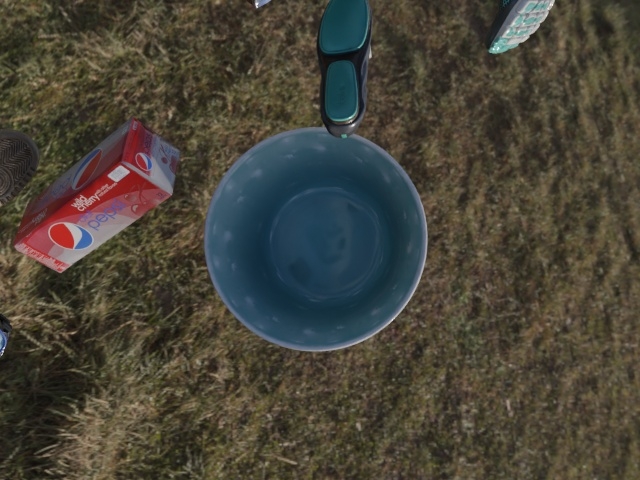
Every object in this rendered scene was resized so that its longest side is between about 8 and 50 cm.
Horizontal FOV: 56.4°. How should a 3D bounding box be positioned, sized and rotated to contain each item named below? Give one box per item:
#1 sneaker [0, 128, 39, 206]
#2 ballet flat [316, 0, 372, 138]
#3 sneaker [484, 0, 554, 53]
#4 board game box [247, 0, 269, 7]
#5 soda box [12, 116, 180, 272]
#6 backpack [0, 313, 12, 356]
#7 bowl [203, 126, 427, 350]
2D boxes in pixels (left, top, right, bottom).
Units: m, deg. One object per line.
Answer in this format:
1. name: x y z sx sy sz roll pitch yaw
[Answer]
1. sneaker: -0.533 -0.066 0.830 0.282 0.153 0.099 -44 126 -18
2. ballet flat: 0.031 -0.219 0.752 0.074 0.074 0.203 19 66 -40
3. sneaker: 0.223 -0.290 0.657 0.065 0.166 0.076 -11 50 -42
4. board game box: -0.150 -0.545 1.013 0.042 0.243 0.165 -36 66 -24
5. soda box: -0.315 -0.057 0.832 0.083 0.263 0.092 37 38 -38
6. backpack: -0.288 0.075 0.401 0.114 0.084 0.105 -45 107 -15
7. bowl: 0.000 0.000 0.896 0.163 0.312 0.311 19 56 -81
